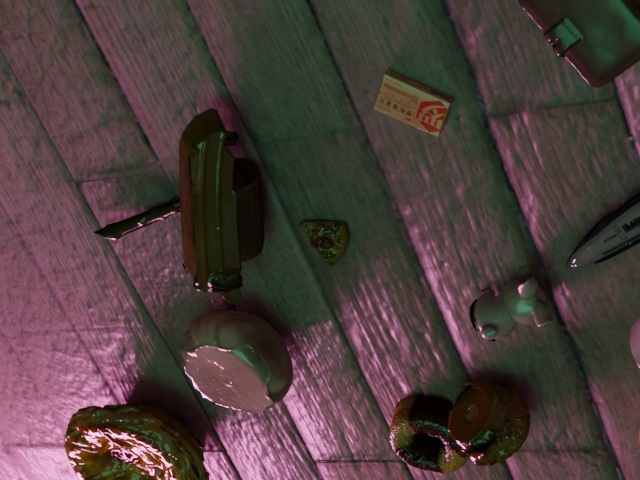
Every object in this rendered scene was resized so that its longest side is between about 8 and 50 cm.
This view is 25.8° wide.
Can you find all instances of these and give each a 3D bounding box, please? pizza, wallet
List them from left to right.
[{"bbox_3d":[0.000,0.001,1.980,0.078,0.025,0.083,21,135,8],"label":"pizza"},{"bbox_3d":[0.304,-0.255,1.586,0.152,0.039,0.118,48,132,-10],"label":"wallet"}]

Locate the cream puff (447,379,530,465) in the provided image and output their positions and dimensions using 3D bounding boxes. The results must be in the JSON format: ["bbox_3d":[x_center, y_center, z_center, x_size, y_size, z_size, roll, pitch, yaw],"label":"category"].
[{"bbox_3d":[0.248,0.263,2.009,0.104,0.119,0.133,32,152,-31],"label":"cream puff"}]

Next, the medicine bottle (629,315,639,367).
[{"bbox_3d":[0.497,0.058,1.656,0.170,0.170,0.293,31,136,1],"label":"medicine bottle"}]

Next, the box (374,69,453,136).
[{"bbox_3d":[0.118,-0.174,1.773,0.093,0.015,0.058,25,133,8],"label":"box"}]

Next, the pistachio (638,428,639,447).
[{"bbox_3d":[0.526,0.266,1.841,0.157,0.157,0.229,45,129,-13],"label":"pistachio"}]

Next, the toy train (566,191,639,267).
[{"bbox_3d":[0.387,-0.028,1.722,0.048,0.055,0.252,45,134,-13],"label":"toy train"}]

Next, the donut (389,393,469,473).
[{"bbox_3d":[0.170,0.299,2.122,0.140,0.059,0.140,13,129,17],"label":"donut"}]

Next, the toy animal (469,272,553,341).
[{"bbox_3d":[0.262,0.087,1.881,0.124,0.085,0.071,-29,92,36],"label":"toy animal"}]

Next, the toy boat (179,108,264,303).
[{"bbox_3d":[-0.136,-0.044,1.961,0.115,0.089,0.310,-10,128,-15],"label":"toy boat"}]

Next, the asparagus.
[{"bbox_3d":[-0.248,-0.037,2.078,0.236,0.034,0.027,-18,109,36],"label":"asparagus"}]

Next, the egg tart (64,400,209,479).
[{"bbox_3d":[-0.304,0.368,2.401,0.295,0.116,0.294,15,135,15],"label":"egg tart"}]

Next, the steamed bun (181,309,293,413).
[{"bbox_3d":[-0.125,0.177,2.146,0.183,0.106,0.182,18,137,18],"label":"steamed bun"}]
